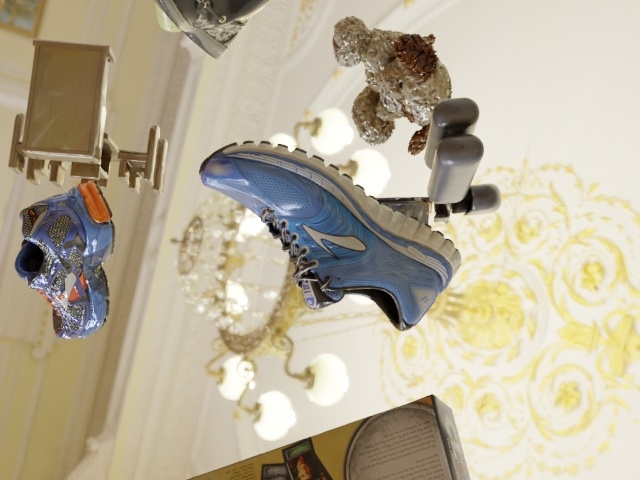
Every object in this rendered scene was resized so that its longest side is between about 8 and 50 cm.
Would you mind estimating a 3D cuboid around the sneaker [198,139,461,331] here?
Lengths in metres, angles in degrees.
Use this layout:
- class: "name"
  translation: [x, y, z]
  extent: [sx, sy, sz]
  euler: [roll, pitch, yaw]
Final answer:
- class: "sneaker"
  translation: [0.000, 0.000, 0.912]
  extent: [0.147, 0.329, 0.130]
  euler: [-62, -175, -11]

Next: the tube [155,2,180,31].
- class: "tube"
  translation: [-0.265, -0.459, 1.371]
  extent: [0.062, 0.070, 0.240]
  euler: [49, -20, 8]

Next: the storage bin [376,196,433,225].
- class: "storage bin"
  translation: [0.166, -0.039, 1.499]
  extent: [0.098, 0.135, 0.091]
  euler: [0, -86, 34]

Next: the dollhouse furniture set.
- class: "dollhouse furniture set"
  translation: [-0.354, -0.178, 1.180]
  extent: [0.242, 0.212, 0.161]
  euler: [106, -11, -81]

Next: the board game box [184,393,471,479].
- class: "board game box"
  translation: [-0.012, 0.219, 0.506]
  extent: [0.243, 0.042, 0.165]
  euler: [-23, -124, 19]

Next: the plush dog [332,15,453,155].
- class: "plush dog"
  translation: [0.162, -0.289, 1.415]
  extent: [0.225, 0.210, 0.263]
  euler: [-124, -167, -50]

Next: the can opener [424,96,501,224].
- class: "can opener"
  translation: [0.165, -0.081, 0.864]
  extent: [0.283, 0.095, 0.076]
  euler: [70, 16, -78]

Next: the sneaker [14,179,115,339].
- class: "sneaker"
  translation: [-0.264, 0.026, 0.785]
  extent: [0.083, 0.087, 0.221]
  euler: [60, -33, 34]

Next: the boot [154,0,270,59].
- class: "boot"
  translation: [-0.118, -0.332, 0.947]
  extent: [0.178, 0.236, 0.085]
  euler: [-40, -106, 6]
